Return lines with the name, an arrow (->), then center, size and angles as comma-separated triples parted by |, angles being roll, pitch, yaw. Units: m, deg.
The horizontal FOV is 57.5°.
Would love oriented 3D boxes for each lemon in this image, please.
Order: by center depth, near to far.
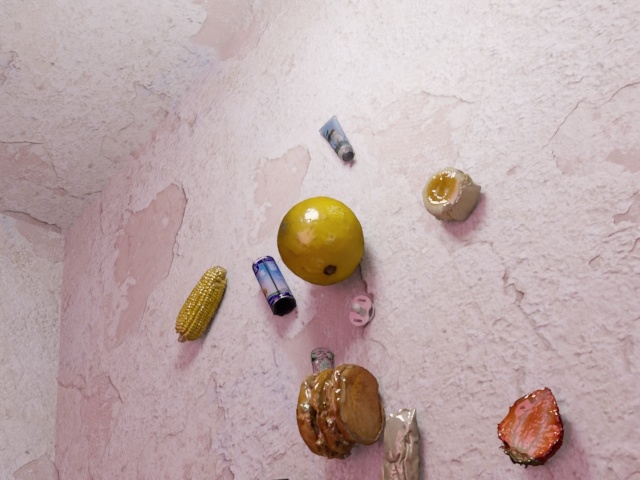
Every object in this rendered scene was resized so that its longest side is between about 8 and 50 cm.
lemon -> 0.000, 0.000, 1.874 | 0.297, 0.297, 0.297 | -23, 56, 38

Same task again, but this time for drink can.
drink can -> -0.170, 0.161, 2.110 | 0.097, 0.097, 0.235 | -50, 44, 17

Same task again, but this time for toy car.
toy car -> 0.007, 0.407, 1.830 | 0.055, 0.069, 0.142 | 102, 162, -54

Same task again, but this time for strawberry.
strawberry -> 0.480, 0.420, 1.314 | 0.146, 0.082, 0.187 | 18, 78, 44

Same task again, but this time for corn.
corn -> -0.484, 0.261, 2.365 | 0.130, 0.130, 0.347 | 29, 91, 49

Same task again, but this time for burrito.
burrito -> 0.198, 0.634, 1.502 | 0.117, 0.076, 0.392 | -15, 61, 43

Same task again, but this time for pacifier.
pacifier -> 0.122, 0.213, 1.794 | 0.081, 0.078, 0.099 | 4, 72, 25

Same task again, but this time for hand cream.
hand cream -> 0.059, -0.378, 2.173 | 0.091, 0.058, 0.271 | -44, 39, 17

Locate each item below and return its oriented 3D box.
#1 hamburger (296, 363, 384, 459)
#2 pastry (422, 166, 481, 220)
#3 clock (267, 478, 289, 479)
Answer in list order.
hamburger -> 0.049, 0.486, 1.629 | 0.211, 0.245, 0.260 | -20, 95, 29
pastry -> 0.375, -0.132, 1.691 | 0.166, 0.088, 0.165 | -20, 60, 40
clock -> -0.244, 0.756, 1.735 | 0.312, 0.312, 0.061 | -24, 63, 37
